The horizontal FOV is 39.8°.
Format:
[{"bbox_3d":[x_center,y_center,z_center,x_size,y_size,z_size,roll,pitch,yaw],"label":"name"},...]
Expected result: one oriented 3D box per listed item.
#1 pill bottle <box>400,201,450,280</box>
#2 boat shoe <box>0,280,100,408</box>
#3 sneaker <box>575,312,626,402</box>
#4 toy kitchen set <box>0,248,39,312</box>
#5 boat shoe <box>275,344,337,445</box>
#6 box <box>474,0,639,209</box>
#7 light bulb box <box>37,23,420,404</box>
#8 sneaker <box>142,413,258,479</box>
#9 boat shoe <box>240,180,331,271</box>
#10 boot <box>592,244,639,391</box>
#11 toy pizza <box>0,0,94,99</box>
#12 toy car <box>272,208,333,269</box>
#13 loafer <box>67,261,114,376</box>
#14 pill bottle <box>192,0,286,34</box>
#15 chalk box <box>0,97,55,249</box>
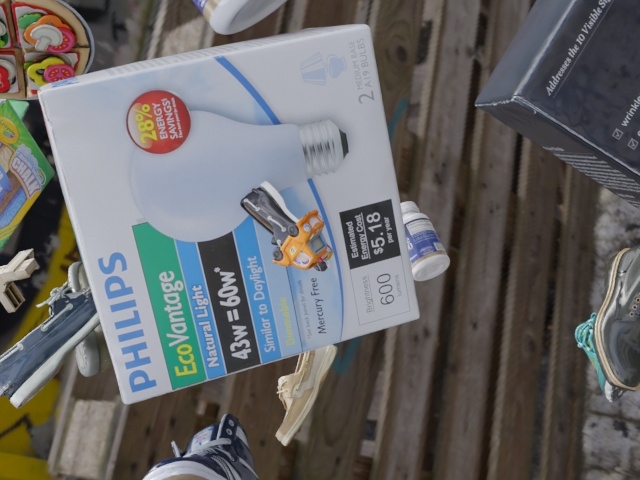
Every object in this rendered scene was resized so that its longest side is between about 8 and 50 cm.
[{"bbox_3d":[0.154,-0.001,1.419,0.067,0.067,0.120,-36,60,23],"label":"pill bottle"},{"bbox_3d":[-0.345,0.107,1.194,0.254,0.079,0.095,-50,3,-16],"label":"boat shoe"},{"bbox_3d":[0.426,0.165,1.313,0.110,0.275,0.107,37,98,15],"label":"sneaker"},{"bbox_3d":[-0.497,0.065,1.489,0.083,0.075,0.068,-13,28,22],"label":"toy kitchen set"},{"bbox_3d":[-0.033,0.210,1.252,0.170,0.059,0.063,-62,0,-39],"label":"boat shoe"},{"bbox_3d":[0.603,-0.312,1.484,0.480,0.471,0.297,-58,7,4],"label":"box"},{"bbox_3d":[-0.112,-0.047,1.055,0.225,0.361,0.358,-148,44,-70],"label":"light bulb box"},{"bbox_3d":[-0.140,0.261,1.009,0.099,0.282,0.153,-25,56,3],"label":"sneaker"},{"bbox_3d":[-0.036,-0.009,0.913,0.038,0.046,0.125,-35,67,-13],"label":"boat shoe"},{"bbox_3d":[0.415,0.081,1.121,0.137,0.077,0.198,127,154,-63],"label":"boot"},{"bbox_3d":[-0.409,-0.256,1.199,0.201,0.201,0.032,-32,52,26],"label":"toy pizza"},{"bbox_3d":[0.000,0.000,0.809,0.040,0.122,0.060,41,108,10],"label":"toy car"},{"bbox_3d":[-0.333,0.117,1.340,0.251,0.087,0.094,-122,37,-52],"label":"loafer"},{"bbox_3d":[-0.141,-0.397,1.070,0.153,0.153,0.265,-36,90,23],"label":"pill bottle"},{"bbox_3d":[-0.433,-0.092,1.090,0.132,0.132,0.213,7,52,24],"label":"chalk box"}]
